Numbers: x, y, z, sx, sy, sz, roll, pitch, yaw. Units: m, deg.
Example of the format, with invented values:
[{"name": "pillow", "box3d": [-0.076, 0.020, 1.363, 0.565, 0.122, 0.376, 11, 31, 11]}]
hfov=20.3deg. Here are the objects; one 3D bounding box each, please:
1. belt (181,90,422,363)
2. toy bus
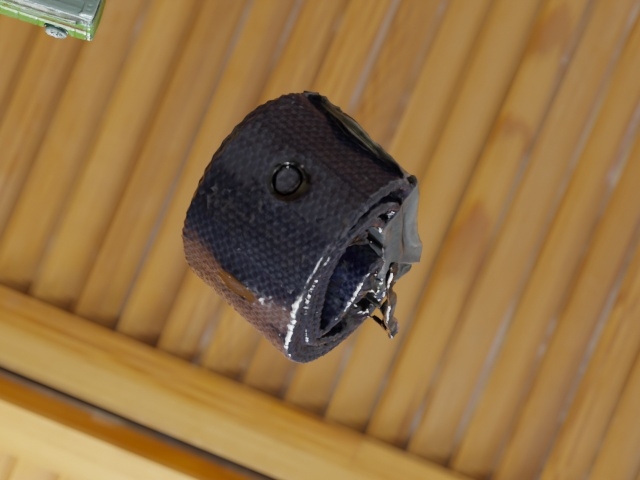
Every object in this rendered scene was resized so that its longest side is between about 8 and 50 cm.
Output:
[{"name": "belt", "box3d": [0.000, 0.000, 1.147, 0.139, 0.126, 0.230, -47, 166, -11]}, {"name": "toy bus", "box3d": [-0.156, -0.133, 0.944, 0.037, 0.083, 0.031, 119, -12, -74]}]
